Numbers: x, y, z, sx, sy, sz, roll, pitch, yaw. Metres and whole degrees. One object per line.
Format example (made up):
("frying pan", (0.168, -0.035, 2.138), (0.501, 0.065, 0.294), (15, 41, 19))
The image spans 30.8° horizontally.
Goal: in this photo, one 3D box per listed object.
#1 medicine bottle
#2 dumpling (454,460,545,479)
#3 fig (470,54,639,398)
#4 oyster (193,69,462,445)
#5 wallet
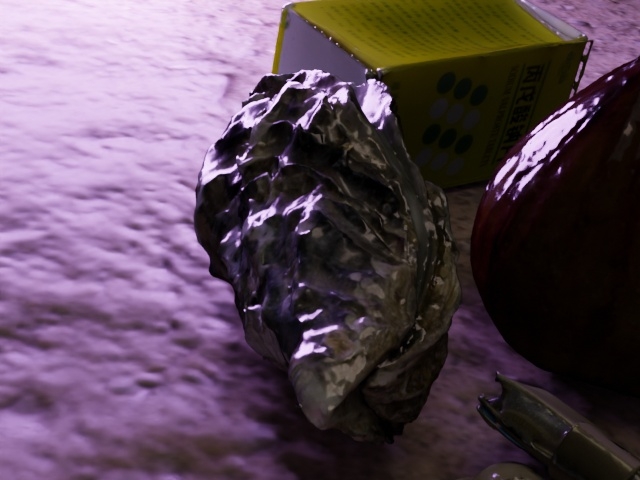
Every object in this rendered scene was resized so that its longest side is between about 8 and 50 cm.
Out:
("medicine bottle", (0.089, -0.127, 0.995), (0.250, 0.137, 0.141), (-14, 39, -34))
("dumpling", (0.102, 0.150, 0.642), (0.076, 0.057, 0.052), (-22, 78, -9))
("fig", (0.227, -0.060, 0.751), (0.217, 0.320, 0.217), (12, 29, -7))
("oyster", (0.001, 0.005, 0.718), (0.158, 0.162, 0.351), (-13, 31, -1))
("wallet", (0.164, 0.135, 0.651), (0.155, 0.039, 0.110), (34, 3, 35))
